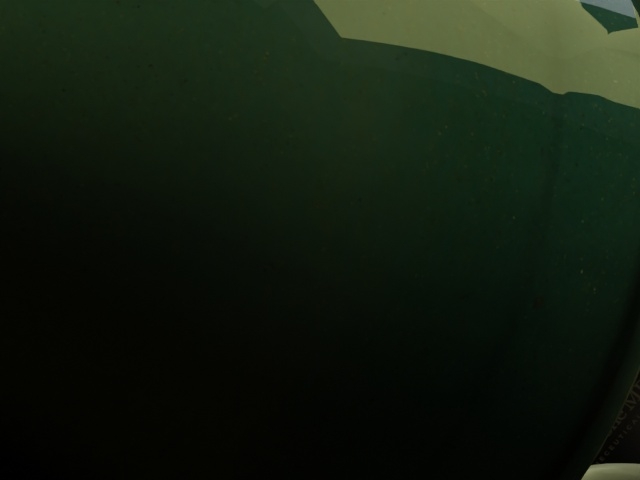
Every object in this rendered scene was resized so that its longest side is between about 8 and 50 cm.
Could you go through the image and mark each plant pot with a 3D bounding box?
[{"bbox_3d":[-0.058,-0.028,0.622,0.255,0.271,0.271,18,17,-29],"label":"plant pot"}]

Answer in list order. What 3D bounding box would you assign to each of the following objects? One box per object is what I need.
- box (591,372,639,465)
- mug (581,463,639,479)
[{"bbox_3d":[0.326,0.104,1.447,0.294,0.296,0.183,33,10,-29],"label":"box"},{"bbox_3d":[0.278,0.193,0.966,0.374,0.276,0.328,9,14,5],"label":"mug"}]
